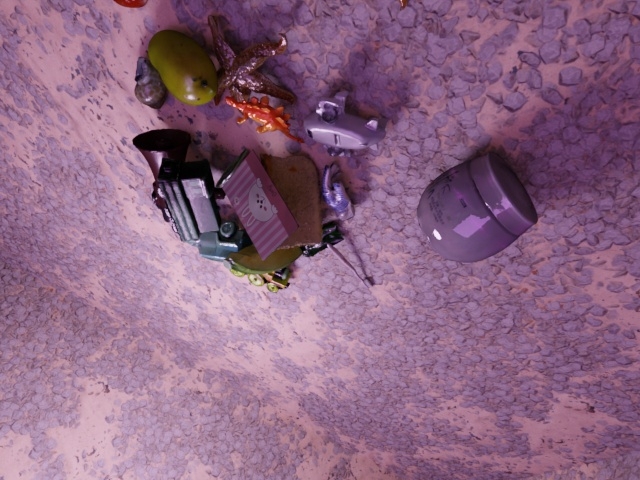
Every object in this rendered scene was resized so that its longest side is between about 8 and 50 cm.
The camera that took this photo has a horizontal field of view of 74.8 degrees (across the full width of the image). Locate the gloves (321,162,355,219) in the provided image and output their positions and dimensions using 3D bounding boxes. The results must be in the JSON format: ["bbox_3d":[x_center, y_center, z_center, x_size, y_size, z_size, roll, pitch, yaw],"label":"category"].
[{"bbox_3d":[0.054,-0.161,1.411,0.119,0.097,0.229,38,155,46],"label":"gloves"}]

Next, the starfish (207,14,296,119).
[{"bbox_3d":[-0.230,-0.503,1.232,0.374,0.095,0.327,-9,128,37],"label":"starfish"}]

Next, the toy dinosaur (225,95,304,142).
[{"bbox_3d":[-0.152,-0.375,1.279,0.288,0.071,0.117,23,153,-25],"label":"toy dinosaur"}]

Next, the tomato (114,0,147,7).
[{"bbox_3d":[-0.567,-0.734,1.186,0.155,0.069,0.156,14,136,14],"label":"tomato"}]

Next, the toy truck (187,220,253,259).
[{"bbox_3d":[-0.412,0.003,1.707,0.278,0.156,0.155,6,168,19],"label":"toy truck"}]

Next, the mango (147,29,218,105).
[{"bbox_3d":[-0.412,-0.516,1.237,0.293,0.142,0.175,44,137,24],"label":"mango"}]

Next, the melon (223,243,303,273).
[{"bbox_3d":[-0.236,0.063,1.590,0.196,0.323,0.124,12,116,37],"label":"melon"}]

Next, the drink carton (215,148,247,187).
[{"bbox_3d":[-0.272,-0.210,1.498,0.142,0.146,0.144,38,136,-24],"label":"drink carton"}]

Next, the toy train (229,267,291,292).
[{"bbox_3d":[-0.265,0.120,1.824,0.295,0.101,0.161,23,134,3],"label":"toy train"}]

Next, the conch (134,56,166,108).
[{"bbox_3d":[-0.555,-0.509,1.372,0.116,0.105,0.173,23,121,35],"label":"conch"}]

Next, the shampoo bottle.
[{"bbox_3d":[0.437,-0.089,1.182,0.273,0.273,0.266,41,128,-15],"label":"shampoo bottle"}]

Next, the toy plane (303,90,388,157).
[{"bbox_3d":[0.070,-0.332,1.237,0.251,0.118,0.252,15,154,8],"label":"toy plane"}]

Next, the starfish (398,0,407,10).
[{"bbox_3d":[0.189,-0.676,0.911,0.231,0.048,0.295,-2,129,39],"label":"starfish"}]

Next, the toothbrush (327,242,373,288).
[{"bbox_3d":[0.120,0.102,1.651,0.029,0.025,0.307,-23,129,29],"label":"toothbrush"}]

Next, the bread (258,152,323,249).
[{"bbox_3d":[-0.137,-0.128,1.482,0.279,0.248,0.316,-178,83,-69],"label":"bread"}]

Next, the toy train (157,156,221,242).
[{"bbox_3d":[-0.442,-0.137,1.441,0.177,0.139,0.331,-7,138,-4],"label":"toy train"}]

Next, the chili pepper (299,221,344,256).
[{"bbox_3d":[-0.001,0.002,1.621,0.098,0.061,0.224,43,135,-17],"label":"chili pepper"}]

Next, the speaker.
[{"bbox_3d":[-0.511,-0.239,1.548,0.198,0.258,0.330,50,152,45],"label":"speaker"}]

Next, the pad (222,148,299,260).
[{"bbox_3d":[-0.199,-0.111,1.331,0.202,0.005,0.300,-41,73,34],"label":"pad"}]
